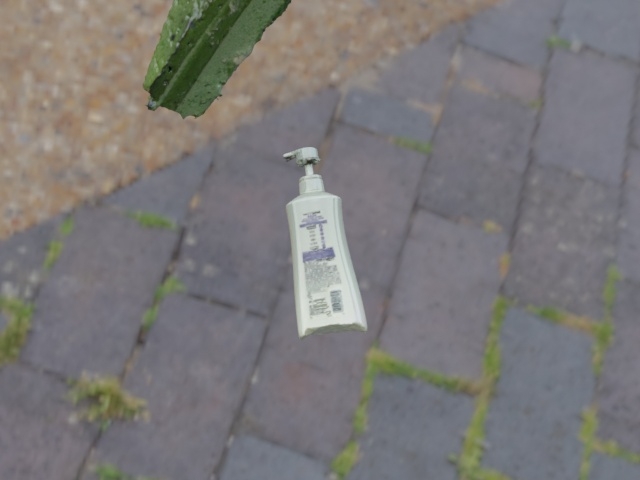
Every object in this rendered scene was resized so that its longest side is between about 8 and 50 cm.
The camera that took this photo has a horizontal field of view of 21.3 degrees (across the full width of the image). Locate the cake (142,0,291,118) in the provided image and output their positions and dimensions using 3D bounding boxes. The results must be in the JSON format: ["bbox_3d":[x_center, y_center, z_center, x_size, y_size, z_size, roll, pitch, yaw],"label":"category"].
[{"bbox_3d":[-0.112,-0.247,1.818,0.100,0.235,0.099,17,27,-44],"label":"cake"}]

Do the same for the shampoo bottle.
[{"bbox_3d":[0.000,0.000,1.215,0.049,0.034,0.141,-9,77,6],"label":"shampoo bottle"}]
